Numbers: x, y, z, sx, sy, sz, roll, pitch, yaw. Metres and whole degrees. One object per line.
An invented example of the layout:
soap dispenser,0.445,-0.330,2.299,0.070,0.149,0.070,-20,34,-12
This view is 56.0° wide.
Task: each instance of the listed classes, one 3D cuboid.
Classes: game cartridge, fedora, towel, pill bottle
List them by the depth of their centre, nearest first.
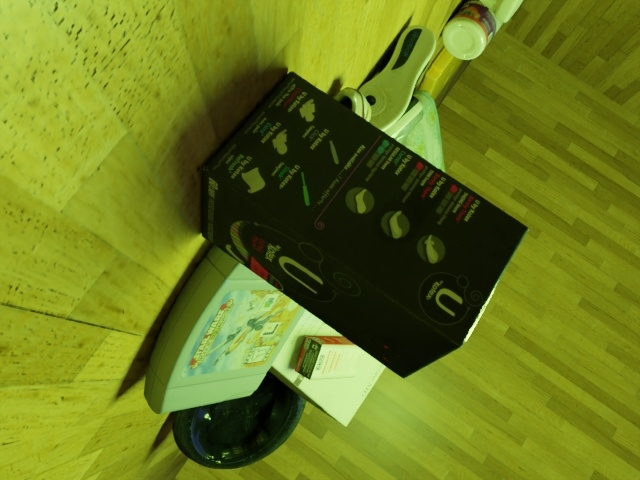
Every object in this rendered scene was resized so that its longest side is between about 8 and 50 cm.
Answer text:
game cartridge,-0.111,0.106,0.800,0.198,0.062,0.297,1,125,-54
fedora,-0.200,0.373,1.436,0.334,0.334,0.152,-56,-151,7
pill bottle,0.383,-0.535,1.455,0.193,0.108,0.108,-53,175,-28
towel,0.280,-0.183,1.685,0.320,0.090,0.374,-66,144,-43
game cartridge,0.381,-0.536,1.835,0.285,0.053,0.323,-54,173,-11

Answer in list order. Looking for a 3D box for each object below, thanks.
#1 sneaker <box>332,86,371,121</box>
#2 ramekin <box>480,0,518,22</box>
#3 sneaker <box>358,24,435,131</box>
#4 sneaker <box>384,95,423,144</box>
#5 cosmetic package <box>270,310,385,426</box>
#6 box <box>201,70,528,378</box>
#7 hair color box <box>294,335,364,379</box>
sneaker,-0.001,-0.121,0.808,0.185,0.070,0.084,-62,166,8
ramekin,0.343,-0.523,1.023,0.273,0.127,0.273,-54,175,-8
sneaker,0.114,-0.239,0.998,0.217,0.079,0.121,-55,176,-8
sneaker,0.113,-0.096,1.072,0.295,0.178,0.124,-46,-165,9
cosmetic package,-0.013,0.201,1.230,0.217,0.156,0.385,-55,139,-14
box,0.030,-0.007,0.599,0.143,0.270,0.165,-54,175,-24
hair color box,0.021,0.218,1.122,0.141,0.043,0.072,14,97,-52
